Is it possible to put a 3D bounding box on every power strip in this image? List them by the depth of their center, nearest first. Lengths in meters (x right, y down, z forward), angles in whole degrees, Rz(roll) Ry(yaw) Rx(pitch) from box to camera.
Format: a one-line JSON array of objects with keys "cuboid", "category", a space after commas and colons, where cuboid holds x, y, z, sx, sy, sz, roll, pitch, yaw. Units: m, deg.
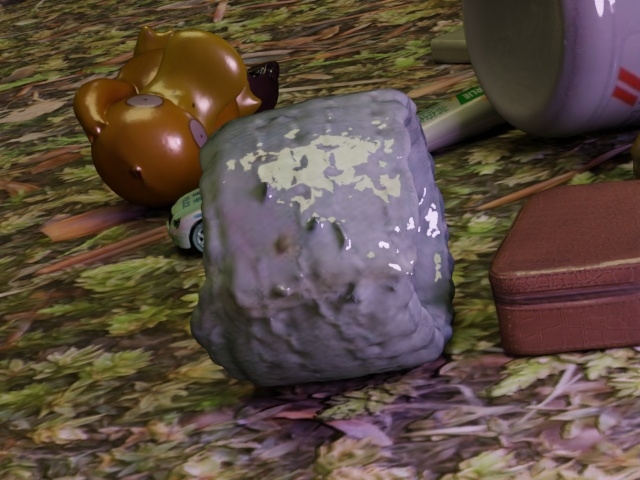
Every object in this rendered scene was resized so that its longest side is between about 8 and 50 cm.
[{"cuboid": [0.229, -0.253, 2.113, 0.081, 0.035, 0.192, -26, 23, -39], "category": "power strip"}]

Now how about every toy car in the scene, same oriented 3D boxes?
[{"cuboid": [-0.042, -0.049, 1.595, 0.224, 0.076, 0.090, -13, 19, -3], "category": "toy car"}]

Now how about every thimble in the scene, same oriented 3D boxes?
[{"cuboid": [0.000, 0.000, 1.194, 0.172, 0.205, 0.250, -9, 12, 10], "category": "thimble"}]

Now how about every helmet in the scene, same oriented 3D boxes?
[{"cuboid": [-0.095, -0.173, 2.022, 0.098, 0.070, 0.123, -11, 9, 38], "category": "helmet"}]

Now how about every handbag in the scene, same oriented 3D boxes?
[{"cuboid": [0.211, 0.016, 1.231, 0.151, 0.072, 0.193, -4, 18, 23], "category": "handbag"}]

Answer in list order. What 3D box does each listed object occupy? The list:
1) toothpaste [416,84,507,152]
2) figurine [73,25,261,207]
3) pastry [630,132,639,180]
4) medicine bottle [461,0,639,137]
[{"cuboid": [0.134, -0.124, 1.761, 0.314, 0.056, 0.058, -23, -20, -22], "category": "toothpaste"}, {"cuboid": [-0.166, -0.131, 1.811, 0.215, 0.215, 0.228, -15, 3, -7], "category": "figurine"}, {"cuboid": [0.361, -0.080, 1.391, 0.192, 0.093, 0.182, -1, 23, 30], "category": "pastry"}, {"cuboid": [0.323, -0.239, 1.657, 0.306, 0.245, 0.245, -10, 16, -22], "category": "medicine bottle"}]
